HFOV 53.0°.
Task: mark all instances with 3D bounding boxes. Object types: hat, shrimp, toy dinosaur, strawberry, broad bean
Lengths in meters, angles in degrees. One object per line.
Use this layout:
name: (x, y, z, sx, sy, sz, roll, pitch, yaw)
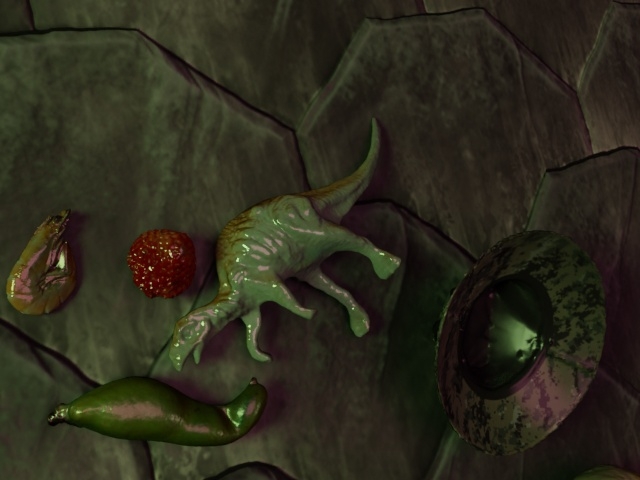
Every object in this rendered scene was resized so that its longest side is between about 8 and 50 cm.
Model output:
hat: (0.213, 0.114, 0.783, 0.266, 0.128, 0.265, -2, 96, -22)
shrimp: (-0.259, 0.022, 0.623, 0.059, 0.023, 0.108, 35, 67, -27)
toy dinosaur: (0.000, 0.000, 0.724, 0.206, 0.092, 0.392, 31, 71, -14)
strawberry: (-0.156, 0.019, 0.642, 0.073, 0.083, 0.073, 8, 69, -22)
broad bean: (-0.153, 0.169, 0.633, 0.214, 0.048, 0.070, 5, 79, -26)

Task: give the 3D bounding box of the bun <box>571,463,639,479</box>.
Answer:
bun: (0.351, 0.415, 0.780, 0.273, 0.168, 0.272, 14, 63, -29)
